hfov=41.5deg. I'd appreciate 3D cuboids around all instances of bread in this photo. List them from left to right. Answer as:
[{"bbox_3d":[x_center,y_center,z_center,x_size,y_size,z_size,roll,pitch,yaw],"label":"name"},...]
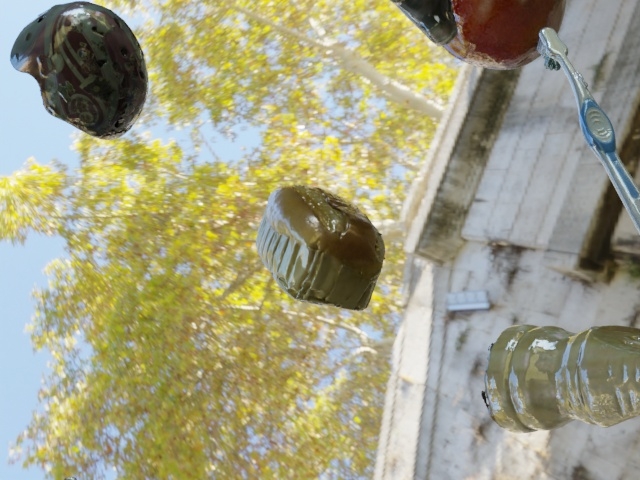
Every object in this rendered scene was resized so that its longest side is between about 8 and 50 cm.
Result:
[{"bbox_3d":[0.000,0.000,1.041,0.140,0.236,0.106,15,-76,-19],"label":"bread"}]

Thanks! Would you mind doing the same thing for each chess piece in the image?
[{"bbox_3d":[0.332,0.146,0.919,0.137,0.301,0.137,10,-105,-39],"label":"chess piece"}]

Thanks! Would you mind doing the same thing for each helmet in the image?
[{"bbox_3d":[-0.280,-0.226,1.053,0.177,0.107,0.153,49,-143,-6],"label":"helmet"}]

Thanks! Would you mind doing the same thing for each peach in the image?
[{"bbox_3d":[0.283,-0.382,1.358,0.243,0.199,0.243,-9,-72,-29],"label":"peach"}]

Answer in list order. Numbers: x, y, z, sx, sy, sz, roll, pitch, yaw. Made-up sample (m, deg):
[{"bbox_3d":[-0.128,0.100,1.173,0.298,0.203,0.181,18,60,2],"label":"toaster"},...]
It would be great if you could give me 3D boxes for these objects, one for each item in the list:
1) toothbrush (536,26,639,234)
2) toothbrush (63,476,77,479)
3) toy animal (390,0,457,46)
[{"bbox_3d":[0.333,-0.126,1.000,0.040,0.386,0.040,-9,-39,-7],"label":"toothbrush"},{"bbox_3d":[-0.358,0.330,0.940,0.204,0.022,0.017,-36,-115,-9],"label":"toothbrush"},{"bbox_3d":[0.072,-0.359,0.860,0.308,0.266,0.188,41,-78,-7],"label":"toy animal"}]
